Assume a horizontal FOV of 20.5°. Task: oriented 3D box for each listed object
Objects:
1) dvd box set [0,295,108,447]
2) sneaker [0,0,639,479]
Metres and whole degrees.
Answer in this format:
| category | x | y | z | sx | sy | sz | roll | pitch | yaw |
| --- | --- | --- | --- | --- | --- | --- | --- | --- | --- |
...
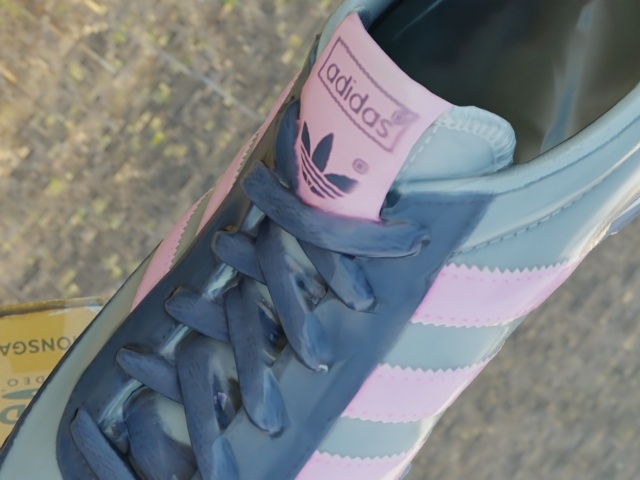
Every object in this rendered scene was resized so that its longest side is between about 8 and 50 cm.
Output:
| category | x | y | z | sx | sy | sz | roll | pitch | yaw |
| --- | --- | --- | --- | --- | --- | --- | --- | --- | --- |
| dvd box set | -0.088 | 0.269 | 0.650 | 0.062 | 0.420 | 0.307 | -5 | 160 | -11 |
| sneaker | 0.000 | 0.000 | 0.475 | 0.319 | 0.112 | 0.131 | -48 | 158 | 0 |
